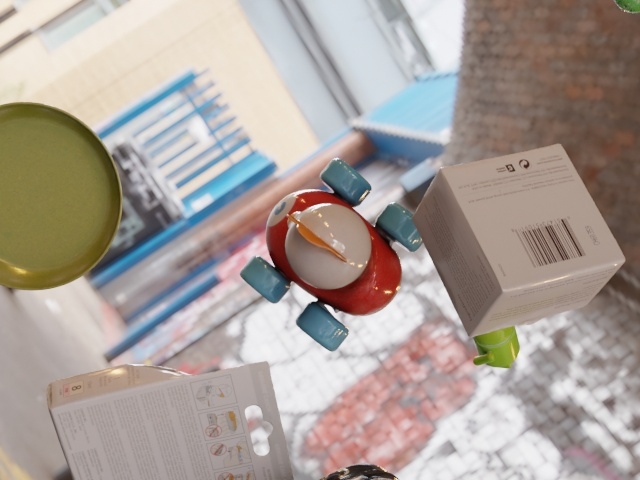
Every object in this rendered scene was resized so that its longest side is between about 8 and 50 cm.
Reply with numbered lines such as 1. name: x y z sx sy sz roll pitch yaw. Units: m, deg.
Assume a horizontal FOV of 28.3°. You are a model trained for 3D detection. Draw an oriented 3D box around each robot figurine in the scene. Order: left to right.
1. robot figurine: 0.272 0.151 1.967 0.067 0.101 0.115 7 -36 25

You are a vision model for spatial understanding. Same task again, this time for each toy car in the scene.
1. toy car: 0.000 0.000 1.693 0.210 0.219 0.238 39 -2 19

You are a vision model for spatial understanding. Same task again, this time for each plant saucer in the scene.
1. plant saucer: -0.368 -0.057 1.616 0.241 0.241 0.037 57 7 -6

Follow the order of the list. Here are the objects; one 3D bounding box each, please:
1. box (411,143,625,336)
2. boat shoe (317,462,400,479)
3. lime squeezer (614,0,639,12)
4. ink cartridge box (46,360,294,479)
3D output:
1. box: 0.236 -0.002 1.539 0.182 0.181 0.119 66 -27 25
2. boat shoe: -0.082 0.420 1.349 0.187 0.500 0.156 48 3 -26
3. lime squeezer: 0.395 -0.354 1.574 0.059 0.110 0.310 12 45 -39
4. ink cartridge box: -0.160 0.213 1.379 0.066 0.232 0.189 -115 -168 -56
